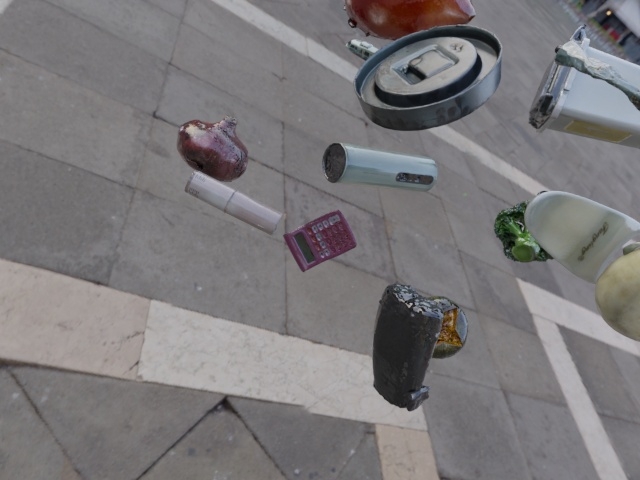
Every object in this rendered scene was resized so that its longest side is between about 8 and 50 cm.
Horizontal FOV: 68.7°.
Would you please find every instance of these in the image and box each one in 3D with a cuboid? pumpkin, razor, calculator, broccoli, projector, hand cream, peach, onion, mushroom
[{"bbox_3d":[0.433,0.321,1.746,0.237,0.159,0.238,1,85,-6],"label":"pumpkin"},{"bbox_3d":[0.220,0.288,1.247,0.107,0.327,0.189,-14,30,-36],"label":"razor"},{"bbox_3d":[0.000,0.000,1.342,0.127,0.190,0.034,63,13,-7],"label":"calculator"},{"bbox_3d":[0.832,-0.018,1.878,0.298,0.297,0.297,49,48,6],"label":"broccoli"},{"bbox_3d":[0.168,-0.194,1.273,0.337,0.108,0.108,1,54,-35],"label":"projector"},{"bbox_3d":[0.548,-0.305,0.898,0.075,0.052,0.248,-7,52,-44],"label":"hand cream"},{"bbox_3d":[0.228,-0.665,1.203,0.361,0.258,0.201,24,-12,18],"label":"peach"},{"bbox_3d":[-0.344,-0.312,1.542,0.252,0.219,0.252,30,8,-5],"label":"onion"},{"bbox_3d":[0.699,0.092,0.961,0.246,0.246,0.203,28,44,-20],"label":"mushroom"}]

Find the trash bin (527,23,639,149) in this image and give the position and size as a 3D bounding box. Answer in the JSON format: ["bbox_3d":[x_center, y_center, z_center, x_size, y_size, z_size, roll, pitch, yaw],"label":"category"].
[{"bbox_3d":[0.880,-0.454,1.451,0.367,0.296,0.256,22,2,13],"label":"trash bin"}]

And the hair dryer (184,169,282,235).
[{"bbox_3d":[-0.176,-0.077,1.020,0.195,0.054,0.220,27,0,-4],"label":"hair dryer"}]

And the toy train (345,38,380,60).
[{"bbox_3d":[0.164,-0.557,1.416,0.207,0.047,0.043,37,51,19],"label":"toy train"}]

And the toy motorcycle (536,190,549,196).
[{"bbox_3d":[0.674,-0.066,1.260,0.193,0.061,0.124,22,54,10],"label":"toy motorcycle"}]

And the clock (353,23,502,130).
[{"bbox_3d":[0.234,-0.363,1.031,0.066,0.318,0.319,61,20,-44],"label":"clock"}]

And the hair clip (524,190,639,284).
[{"bbox_3d":[0.579,-0.021,1.054,0.282,0.173,0.113,32,18,0],"label":"hair clip"}]
